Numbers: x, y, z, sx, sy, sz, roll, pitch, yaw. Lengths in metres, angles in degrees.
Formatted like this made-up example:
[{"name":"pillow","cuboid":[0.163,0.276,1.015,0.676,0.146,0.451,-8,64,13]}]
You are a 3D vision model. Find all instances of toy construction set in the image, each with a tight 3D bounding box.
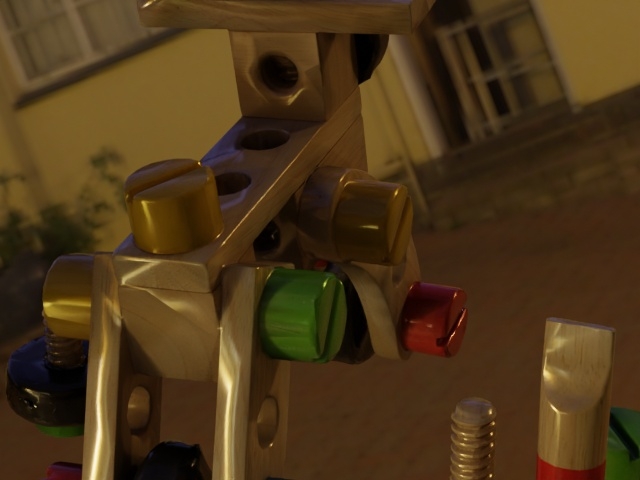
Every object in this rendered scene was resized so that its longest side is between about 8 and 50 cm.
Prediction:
[{"name":"toy construction set","cuboid":[0.000,0.000,0.608,0.257,0.237,0.309,-22,32,-39]}]
